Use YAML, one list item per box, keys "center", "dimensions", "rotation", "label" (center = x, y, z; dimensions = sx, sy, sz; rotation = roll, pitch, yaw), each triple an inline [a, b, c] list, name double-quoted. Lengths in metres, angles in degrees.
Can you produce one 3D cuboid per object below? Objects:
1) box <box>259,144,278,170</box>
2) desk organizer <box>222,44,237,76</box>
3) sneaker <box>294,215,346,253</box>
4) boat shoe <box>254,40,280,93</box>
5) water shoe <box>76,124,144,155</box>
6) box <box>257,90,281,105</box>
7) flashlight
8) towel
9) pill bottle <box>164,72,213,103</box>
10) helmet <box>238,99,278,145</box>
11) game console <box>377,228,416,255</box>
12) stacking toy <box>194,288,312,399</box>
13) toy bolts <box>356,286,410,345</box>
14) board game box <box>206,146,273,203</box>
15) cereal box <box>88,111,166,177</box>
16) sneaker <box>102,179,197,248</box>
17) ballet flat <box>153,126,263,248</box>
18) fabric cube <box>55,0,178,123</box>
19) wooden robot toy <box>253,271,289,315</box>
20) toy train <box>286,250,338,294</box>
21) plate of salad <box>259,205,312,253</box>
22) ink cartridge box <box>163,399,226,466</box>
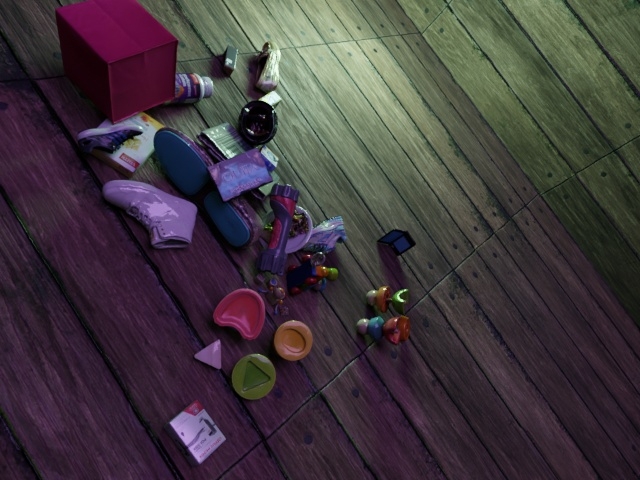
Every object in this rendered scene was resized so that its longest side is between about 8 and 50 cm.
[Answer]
- center: [-0.204, -0.320, 1.875]
  dimensions: [0.081, 0.028, 0.136]
  rotation: [43, 16, -18]
  label: "box"
- center: [-0.386, -0.758, 2.043]
  dimensions: [0.047, 0.050, 0.130]
  rotation: [19, 54, -27]
  label: "desk organizer"
- center: [0.000, 0.000, 1.825]
  dimensions: [0.283, 0.110, 0.122]
  rotation: [-26, 94, -38]
  label: "sneaker"
- center: [-0.238, -0.775, 2.125]
  dimensions: [0.089, 0.105, 0.285]
  rotation: [15, 56, -33]
  label: "boat shoe"
- center: [-0.647, -0.309, 1.507]
  dimensions: [0.203, 0.073, 0.080]
  rotation: [-18, 97, -36]
  label: "water shoe"
- center: [-0.237, -0.563, 2.026]
  dimensions: [0.054, 0.059, 0.169]
  rotation: [44, 46, -3]
  label: "box"
- center: [-0.152, -0.039, 1.651]
  dimensions: [0.103, 0.103, 0.303]
  rotation: [24, 77, -45]
  label: "flashlight"
- center: [-0.288, -0.288, 1.740]
  dimensions: [0.312, 0.056, 0.324]
  rotation: [46, 16, -10]
  label: "towel"
- center: [-0.502, -0.566, 1.797]
  dimensions: [0.194, 0.108, 0.108]
  rotation: [-19, 75, -42]
  label: "pill bottle"
- center: [-0.243, -0.458, 1.885]
  dimensions: [0.169, 0.169, 0.161]
  rotation: [33, 13, -16]
  label: "helmet"
- center: [0.320, 0.010, 2.041]
  dimensions: [0.071, 0.122, 0.107]
  rotation: [-28, 83, -43]
  label: "game console"
- center: [-0.217, 0.317, 1.500]
  dimensions: [0.309, 0.130, 0.279]
  rotation: [39, 73, -7]
  label: "stacking toy"
- center: [0.235, 0.307, 1.824]
  dimensions: [0.228, 0.159, 0.218]
  rotation: [-51, 138, -53]
  label: "toy bolts"
- center: [-0.262, -0.214, 1.579]
  dimensions: [0.186, 0.026, 0.126]
  rotation: [-28, 94, -24]
  label: "board game box"
- center: [-0.636, -0.336, 1.597]
  dimensions: [0.173, 0.047, 0.240]
  rotation: [33, 48, -14]
  label: "cereal box"
- center: [-0.522, -0.070, 1.477]
  dimensions: [0.293, 0.108, 0.169]
  rotation: [17, 51, -29]
  label: "sneaker"
- center: [-0.368, -0.183, 1.653]
  dimensions: [0.482, 0.164, 0.182]
  rotation: [51, 24, -6]
  label: "ballet flat"
- center: [-0.641, -0.587, 1.553]
  dimensions: [0.258, 0.254, 0.259]
  rotation: [44, 54, 11]
  label: "fabric cube"
- center: [-0.145, 0.171, 1.627]
  dimensions: [0.076, 0.079, 0.173]
  rotation: [-31, 85, -44]
  label: "wooden robot toy"
- center: [0.003, 0.108, 1.663]
  dimensions: [0.143, 0.248, 0.105]
  rotation: [13, 56, -36]
  label: "toy train"
- center: [-0.128, -0.046, 1.724]
  dimensions: [0.200, 0.048, 0.199]
  rotation: [-5, 62, 9]
  label: "plate of salad"
- center: [-0.334, 0.513, 1.290]
  dimensions: [0.135, 0.056, 0.099]
  rotation: [52, 45, 2]
  label: "ink cartridge box"
